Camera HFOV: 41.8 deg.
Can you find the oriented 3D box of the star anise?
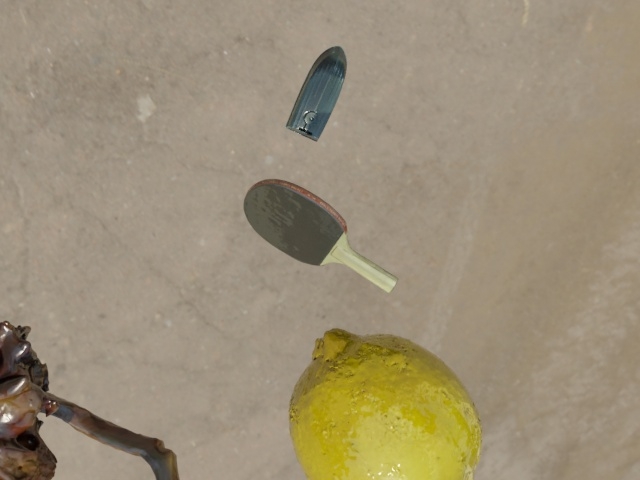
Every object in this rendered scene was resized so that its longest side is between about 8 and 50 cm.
[{"bbox_3d":[-0.249,0.171,0.689,0.237,0.346,0.148,-63,167,20],"label":"star anise"}]

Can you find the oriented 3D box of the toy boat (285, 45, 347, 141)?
[{"bbox_3d":[0.000,-0.219,1.226,0.055,0.060,0.141,23,96,-13],"label":"toy boat"}]

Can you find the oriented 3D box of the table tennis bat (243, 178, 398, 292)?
[{"bbox_3d":[0.000,0.000,0.749,0.087,0.156,0.013,-53,-174,49],"label":"table tennis bat"}]

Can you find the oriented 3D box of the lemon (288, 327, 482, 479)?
[{"bbox_3d":[0.057,0.172,0.776,0.173,0.206,0.173,-31,179,-1],"label":"lemon"}]
